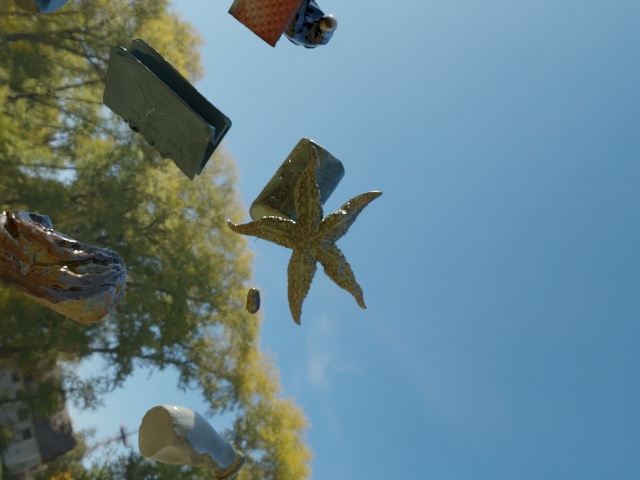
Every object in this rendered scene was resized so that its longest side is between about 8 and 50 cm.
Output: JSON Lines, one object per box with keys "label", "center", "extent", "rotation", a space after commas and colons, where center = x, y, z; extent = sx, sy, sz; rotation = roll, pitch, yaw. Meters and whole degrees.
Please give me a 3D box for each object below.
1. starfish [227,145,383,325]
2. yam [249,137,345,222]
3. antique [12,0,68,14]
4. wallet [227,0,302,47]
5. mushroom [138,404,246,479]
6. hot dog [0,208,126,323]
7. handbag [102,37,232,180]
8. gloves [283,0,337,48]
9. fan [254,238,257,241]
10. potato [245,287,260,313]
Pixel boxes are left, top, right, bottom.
{"label": "starfish", "center": [0.001, 0.001, 1.163], "extent": [0.358, 0.347, 0.078], "rotation": [44, 2, -1]}
{"label": "yam", "center": [-0.053, -0.136, 1.393], "extent": [0.161, 0.268, 0.161], "rotation": [31, -20, 12]}
{"label": "antique", "center": [-0.513, -0.530, 1.049], "extent": [0.080, 0.221, 0.081], "rotation": [34, -29, -14]}
{"label": "wallet", "center": [-0.065, -0.431, 0.878], "extent": [0.103, 0.020, 0.196], "rotation": [40, -66, 2]}
{"label": "mushroom", "center": [-0.246, 0.399, 1.059], "extent": [0.116, 0.225, 0.093], "rotation": [-52, -146, 9]}
{"label": "hot dog", "center": [-0.366, 0.038, 0.755], "extent": [0.114, 0.175, 0.259], "rotation": [-65, -175, -18]}
{"label": "handbag", "center": [-0.271, -0.220, 0.913], "extent": [0.221, 0.057, 0.144], "rotation": [42, -49, -2]}
{"label": "gloves", "center": [-0.030, -0.544, 1.240], "extent": [0.197, 0.152, 0.301], "rotation": [56, -19, 0]}
{"label": "fan", "center": [-0.188, -0.020, 1.719], "extent": [0.056, 0.083, 0.004], "rotation": [-40, -82, 22]}
{"label": "potato", "center": [-0.210, 0.190, 1.679], "extent": [0.040, 0.051, 0.083], "rotation": [4, -92, 21]}
